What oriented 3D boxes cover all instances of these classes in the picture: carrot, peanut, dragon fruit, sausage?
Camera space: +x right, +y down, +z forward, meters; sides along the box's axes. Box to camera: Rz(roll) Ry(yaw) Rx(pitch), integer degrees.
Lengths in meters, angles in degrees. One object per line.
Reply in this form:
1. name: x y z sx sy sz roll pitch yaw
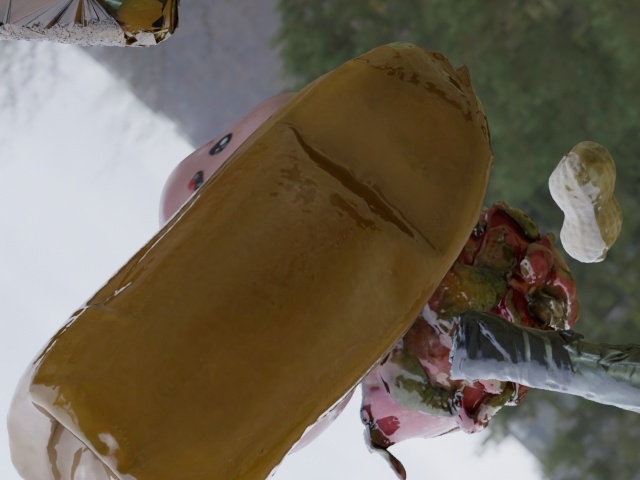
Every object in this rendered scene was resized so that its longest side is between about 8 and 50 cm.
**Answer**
1. carrot: -0.230 -0.193 1.450 0.228 0.069 0.069 3 -175 3
2. peanut: 0.337 -0.045 2.279 0.089 0.089 0.193 50 159 49
3. dragon fruit: 0.162 0.082 2.008 0.296 0.263 0.314 -86 -13 -81
4. sausage: -0.017 0.018 0.937 0.134 0.116 0.354 40 -129 6

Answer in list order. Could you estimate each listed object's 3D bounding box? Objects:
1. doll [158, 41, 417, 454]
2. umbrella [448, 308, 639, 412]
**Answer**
1. doll: 0.000 0.000 1.302 0.216 0.268 0.284 37 -153 -31
2. umbrella: 0.172 0.077 1.087 0.188 0.046 0.050 11 -150 2
